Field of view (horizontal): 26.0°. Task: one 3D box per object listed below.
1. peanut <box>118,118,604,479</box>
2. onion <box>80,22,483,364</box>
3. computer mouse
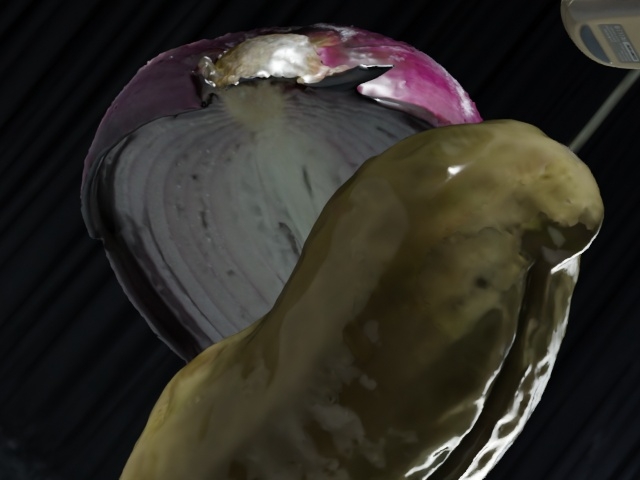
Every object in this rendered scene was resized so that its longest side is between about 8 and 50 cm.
[{"bbox_3d":[0.003,0.043,0.346,0.080,0.174,0.080,35,11,-8],"label":"peanut"},{"bbox_3d":[0.000,0.000,0.948,0.267,0.159,0.348,0,-53,16],"label":"onion"},{"bbox_3d":[0.348,-0.222,1.331,0.237,0.082,0.145,5,-19,34],"label":"computer mouse"}]
